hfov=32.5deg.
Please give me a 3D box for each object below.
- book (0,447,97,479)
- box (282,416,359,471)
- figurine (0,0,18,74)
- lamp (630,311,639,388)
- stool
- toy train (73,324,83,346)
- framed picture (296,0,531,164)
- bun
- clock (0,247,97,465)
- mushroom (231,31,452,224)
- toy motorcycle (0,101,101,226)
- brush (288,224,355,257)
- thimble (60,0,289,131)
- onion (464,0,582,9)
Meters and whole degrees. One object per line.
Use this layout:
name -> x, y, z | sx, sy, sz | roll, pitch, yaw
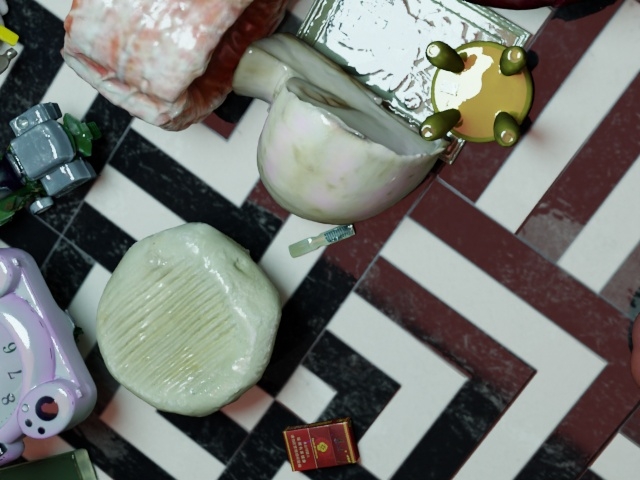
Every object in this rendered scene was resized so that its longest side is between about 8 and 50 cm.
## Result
book -> -0.361, 0.470, 1.427 | 0.260, 0.043, 0.370 | -16, 93, 18
box -> 0.001, 0.243, 1.308 | 0.082, 0.023, 0.051 | -11, 97, 16
figurine -> -0.445, -0.290, 1.295 | 0.112, 0.137, 0.228 | -18, 90, 48
lamp -> 0.412, 0.117, 1.132 | 0.182, 0.140, 0.182 | 2, 94, 32
stool -> 0.163, -0.155, 1.150 | 0.135, 0.110, 0.134 | -40, 89, 17
toy train -> -0.429, 0.152, 1.361 | 0.270, 0.115, 0.154 | 12, 93, 12
framed picture -> 0.092, -0.214, 1.221 | 0.231, 0.010, 0.173 | 31, 105, 8
bun -> -0.141, 0.092, 1.264 | 0.231, 0.133, 0.231 | 2, 95, 23
clock -> -0.399, 0.148, 1.252 | 0.248, 0.090, 0.227 | -27, 87, 14
mushroom -> -0.013, -0.089, 1.177 | 0.236, 0.162, 0.173 | 35, 113, 2
toy motorcycle -> -0.386, -0.060, 1.276 | 0.275, 0.187, 0.124 | -30, 90, 14
brush -> 0.000, 0.000, 1.277 | 0.084, 0.013, 0.016 | -21, 95, 18
thimble -> -0.153, -0.241, 1.171 | 0.162, 0.239, 0.239 | 38, 105, 4
onion -> 0.204, -0.397, 1.052 | 0.348, 0.285, 0.347 | 34, 143, 30
